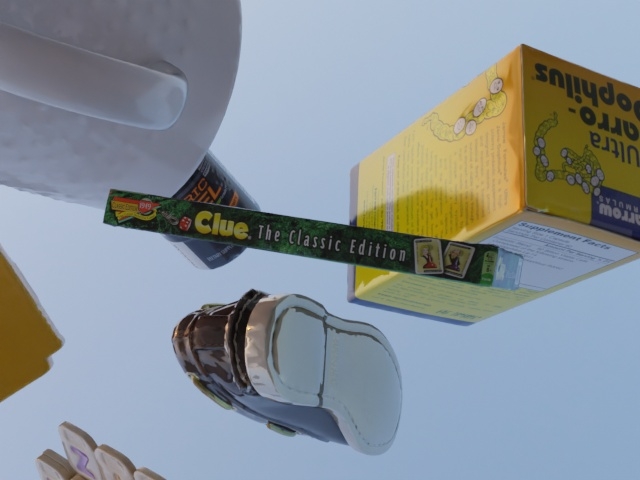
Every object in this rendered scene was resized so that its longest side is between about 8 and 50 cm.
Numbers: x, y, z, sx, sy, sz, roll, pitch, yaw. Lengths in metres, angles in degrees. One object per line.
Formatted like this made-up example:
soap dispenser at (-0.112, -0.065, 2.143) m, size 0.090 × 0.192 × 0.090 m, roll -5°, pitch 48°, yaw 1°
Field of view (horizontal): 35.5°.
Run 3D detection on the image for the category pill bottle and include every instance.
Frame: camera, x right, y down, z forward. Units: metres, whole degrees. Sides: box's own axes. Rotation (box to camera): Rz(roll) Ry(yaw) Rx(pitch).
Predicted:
pill bottle at (-0.197, -0.079, 1.351) m, size 0.130 × 0.246 × 0.130 m, roll -23°, pitch -139°, yaw 22°

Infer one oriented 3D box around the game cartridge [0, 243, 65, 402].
game cartridge at (-0.489, 0.073, 1.130) m, size 0.285 × 0.052 × 0.324 m, roll -32°, pitch -81°, yaw -5°

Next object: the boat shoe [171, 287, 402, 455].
boat shoe at (-0.014, 0.123, 0.899) m, size 0.096 × 0.324 × 0.117 m, roll -2°, pitch -109°, yaw 25°

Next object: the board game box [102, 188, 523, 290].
board game box at (0.000, 0.000, 0.680) m, size 0.259 × 0.136 × 0.030 m, roll 9°, pitch -93°, yaw 17°

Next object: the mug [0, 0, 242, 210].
mug at (-0.253, -0.172, 0.842) m, size 0.328 × 0.276 × 0.374 m, roll 15°, pitch -168°, yaw -40°

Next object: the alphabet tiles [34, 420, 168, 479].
alphabet tiles at (-0.184, 0.317, 1.021) m, size 0.284 × 0.278 × 0.021 m, roll 19°, pitch -138°, yaw 34°

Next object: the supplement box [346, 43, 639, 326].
supplement box at (0.201, -0.045, 1.182) m, size 0.194 × 0.356 × 0.195 m, roll 13°, pitch -114°, yaw -26°
